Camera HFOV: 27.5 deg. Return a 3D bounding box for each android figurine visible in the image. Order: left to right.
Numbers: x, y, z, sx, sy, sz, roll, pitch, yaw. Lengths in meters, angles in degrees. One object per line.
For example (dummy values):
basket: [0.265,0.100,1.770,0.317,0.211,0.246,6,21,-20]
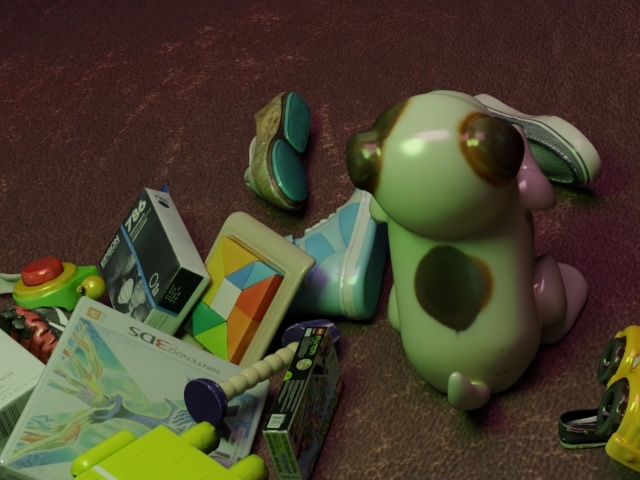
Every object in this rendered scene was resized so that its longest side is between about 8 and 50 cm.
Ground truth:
android figurine: [-0.191,0.316,1.571,0.248,0.056,0.273,28,36,24]

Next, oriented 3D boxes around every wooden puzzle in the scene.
wooden puzzle: [-0.132,0.088,1.969,0.221,0.044,0.239,33,92,48]

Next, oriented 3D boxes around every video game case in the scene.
video game case: [-0.237,0.245,1.741,0.300,0.036,0.329,25,38,-7]

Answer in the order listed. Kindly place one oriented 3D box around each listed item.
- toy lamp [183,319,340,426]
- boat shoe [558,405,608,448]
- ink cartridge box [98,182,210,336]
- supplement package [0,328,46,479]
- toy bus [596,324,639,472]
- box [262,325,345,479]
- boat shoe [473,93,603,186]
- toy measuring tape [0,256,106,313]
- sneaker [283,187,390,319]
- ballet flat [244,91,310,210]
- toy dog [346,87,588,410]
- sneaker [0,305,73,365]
toy lamp: [-0.073,0.179,1.837,0.080,0.080,0.274,15,28,38]
boat shoe: [0.369,0.233,1.661,0.133,0.042,0.049,-9,32,8]
ink cartridge box: [-0.281,0.033,2.116,0.165,0.065,0.333,-57,31,15]
supplement package: [-0.494,0.242,1.876,0.177,0.175,0.293,-35,38,-26]
toy bus: [0.436,0.149,1.568,0.149,0.211,0.220,17,36,-1]
box: [-0.020,0.224,1.765,0.036,0.114,0.207,-1,37,20]
boat shoe: [0.304,-0.133,2.156,0.158,0.127,0.340,-35,30,-15]
toy measuring tape: [-0.494,0.092,2.158,0.330,0.121,0.121,-4,35,31]
sneaker: [0.000,0.000,2.069,0.208,0.127,0.319,-3,35,16]
ballet flat: [-0.083,-0.143,2.335,0.123,0.123,0.349,-9,35,10]
toy dog: [0.169,-0.014,1.765,0.284,0.408,0.395,3,38,27]
sneaker: [-0.369,0.184,1.971,0.135,0.098,0.276,-12,40,-44]
